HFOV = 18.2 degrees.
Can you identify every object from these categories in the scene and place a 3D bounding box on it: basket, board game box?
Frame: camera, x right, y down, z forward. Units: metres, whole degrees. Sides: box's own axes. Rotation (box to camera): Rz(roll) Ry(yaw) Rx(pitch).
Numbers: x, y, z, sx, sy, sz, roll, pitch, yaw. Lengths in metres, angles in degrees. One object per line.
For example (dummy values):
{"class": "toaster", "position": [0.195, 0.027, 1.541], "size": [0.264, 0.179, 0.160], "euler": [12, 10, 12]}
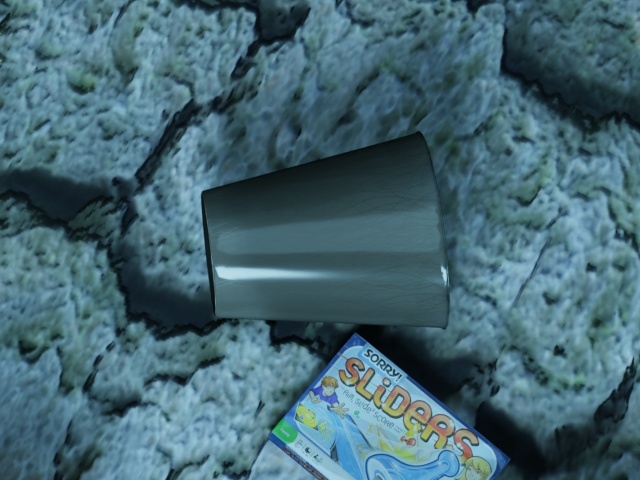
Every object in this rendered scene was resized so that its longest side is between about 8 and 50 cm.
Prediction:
{"class": "basket", "position": [0.000, 0.000, 1.984], "size": [0.227, 0.154, 0.204], "euler": [-5, 72, -6]}
{"class": "board game box", "position": [0.068, 0.207, 1.981], "size": [0.201, 0.035, 0.136], "euler": [38, 71, 6]}

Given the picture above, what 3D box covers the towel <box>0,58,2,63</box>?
{"class": "towel", "position": [-0.378, -0.183, 2.064], "size": [0.083, 0.009, 0.060], "euler": [-35, 80, -17]}
